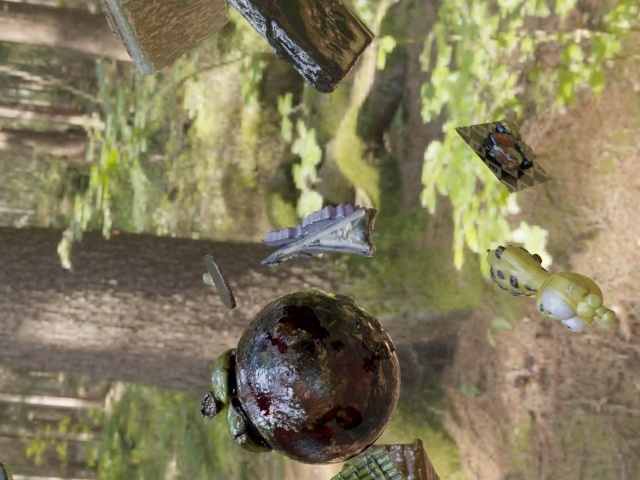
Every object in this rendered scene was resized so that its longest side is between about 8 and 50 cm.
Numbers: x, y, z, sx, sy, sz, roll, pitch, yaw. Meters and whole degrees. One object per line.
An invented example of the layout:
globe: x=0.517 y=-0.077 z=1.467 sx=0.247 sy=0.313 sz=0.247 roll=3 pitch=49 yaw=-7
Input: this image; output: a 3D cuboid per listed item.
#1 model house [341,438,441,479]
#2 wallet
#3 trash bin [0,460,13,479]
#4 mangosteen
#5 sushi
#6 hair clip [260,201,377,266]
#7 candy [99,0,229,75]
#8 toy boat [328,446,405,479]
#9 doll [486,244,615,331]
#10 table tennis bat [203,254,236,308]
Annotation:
model house: x=0.163 y=0.548 z=1.964 sx=0.229 sy=0.220 sz=0.199 roll=123 pitch=161 yaw=-49
wallet: x=-0.068 y=-0.307 z=1.059 sx=0.042 sy=0.309 sz=0.165 roll=-38 pitch=13 yaw=33
trash bin: x=-0.496 y=0.453 z=1.328 sx=0.250 sy=0.220 sz=0.219 roll=70 pitch=-161 yaw=-52
mangosteen: x=-0.021 y=0.225 z=1.531 sx=0.311 sy=0.311 sz=0.311 roll=-174 pitch=90 yaw=-84
sushi: x=0.254 y=-0.123 z=1.259 sx=0.120 sy=0.126 sz=0.026 roll=52 pitch=128 yaw=18
hair clip: x=0.000 y=0.000 z=1.396 sx=0.292 sy=0.106 sz=0.084 roll=-15 pitch=74 yaw=54
candy: x=-0.252 y=-0.395 z=1.438 sx=0.135 sy=0.179 sz=0.320 roll=54 pitch=171 yaw=9
toy boat: x=0.057 y=0.344 z=1.322 sx=0.063 sy=0.115 sz=0.016 roll=56 pitch=-178 yaw=-9
doll: x=0.355 y=0.073 z=1.478 sx=0.086 sy=0.117 sz=0.291 roll=-52 pitch=26 yaw=-1
table tennis bat: x=-0.156 y=0.061 z=1.395 sx=0.087 sy=0.013 sz=0.156 roll=66 pitch=165 yaw=-8
